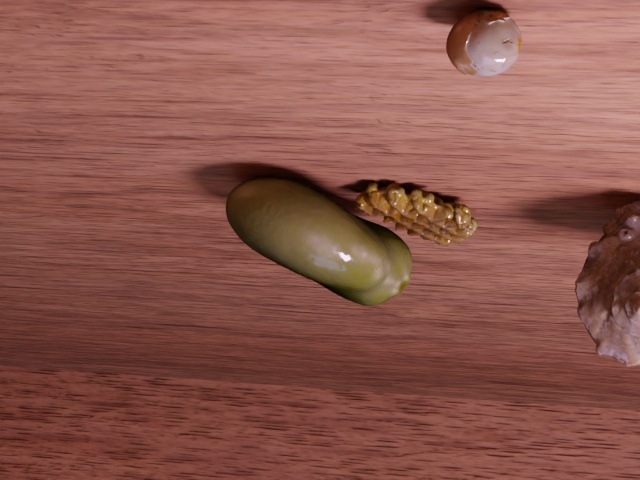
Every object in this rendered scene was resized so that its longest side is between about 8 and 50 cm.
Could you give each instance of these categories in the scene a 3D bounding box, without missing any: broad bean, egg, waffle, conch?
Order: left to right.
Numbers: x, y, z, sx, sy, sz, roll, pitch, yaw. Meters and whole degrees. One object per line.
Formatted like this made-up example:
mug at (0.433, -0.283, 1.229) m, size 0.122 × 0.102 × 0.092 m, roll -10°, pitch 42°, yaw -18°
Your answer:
broad bean at (0.000, -0.001, 2.394) m, size 0.291 × 0.119 × 0.238 m, roll 27°, pitch 180°, yaw -15°
waffle at (0.136, -0.038, 2.414) m, size 0.192 × 0.046 × 0.160 m, roll 13°, pitch 167°, yaw -14°
egg at (0.168, -0.205, 1.759) m, size 0.071 × 0.071 × 0.083 m, roll 16°, pitch 165°, yaw -29°
conch at (0.515, 0.044, 2.280) m, size 0.297 × 0.210 × 0.352 m, roll 17°, pitch -146°, yaw 24°
